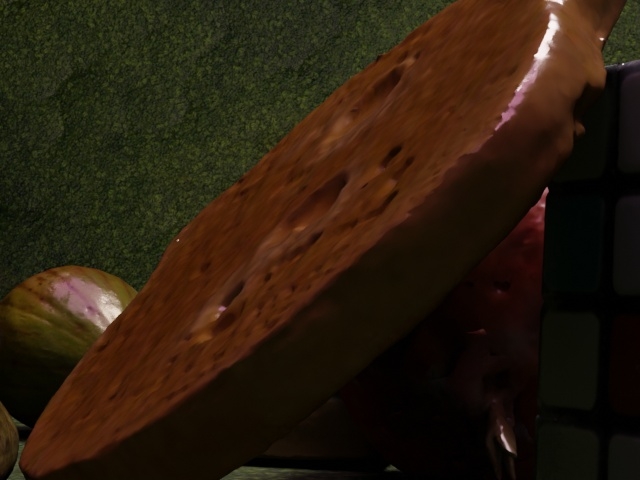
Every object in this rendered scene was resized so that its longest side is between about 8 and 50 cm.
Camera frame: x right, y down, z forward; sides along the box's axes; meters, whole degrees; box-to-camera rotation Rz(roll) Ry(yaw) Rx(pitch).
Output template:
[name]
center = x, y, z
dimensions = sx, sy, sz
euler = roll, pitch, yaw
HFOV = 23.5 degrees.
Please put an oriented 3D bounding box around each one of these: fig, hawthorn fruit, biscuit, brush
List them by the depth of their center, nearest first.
[biscuit]
center = 0.002, 0.002, 0.823
dimensions = 0.385, 0.062, 0.365
euler = -34, 17, 36
[hawthorn fruit]
center = 0.121, 0.054, 0.997
dimensions = 0.276, 0.276, 0.307
euler = 2, 22, 5
[brush]
center = 0.002, 0.141, 1.218
dimensions = 0.123, 0.059, 0.197
euler = 0, -2, 8
[fig]
center = -0.176, 0.099, 1.275
dimensions = 0.151, 0.151, 0.259
euler = 3, 1, -36

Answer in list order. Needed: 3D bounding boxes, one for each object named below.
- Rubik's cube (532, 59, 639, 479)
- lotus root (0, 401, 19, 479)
[Rubik's cube]
center = 0.281, 0.038, 0.773
dimensions = 0.259, 0.253, 0.256
euler = 5, -3, -27
[lotus root]
center = -0.212, 0.109, 0.833
dimensions = 0.089, 0.081, 0.179
euler = 3, -2, -3
